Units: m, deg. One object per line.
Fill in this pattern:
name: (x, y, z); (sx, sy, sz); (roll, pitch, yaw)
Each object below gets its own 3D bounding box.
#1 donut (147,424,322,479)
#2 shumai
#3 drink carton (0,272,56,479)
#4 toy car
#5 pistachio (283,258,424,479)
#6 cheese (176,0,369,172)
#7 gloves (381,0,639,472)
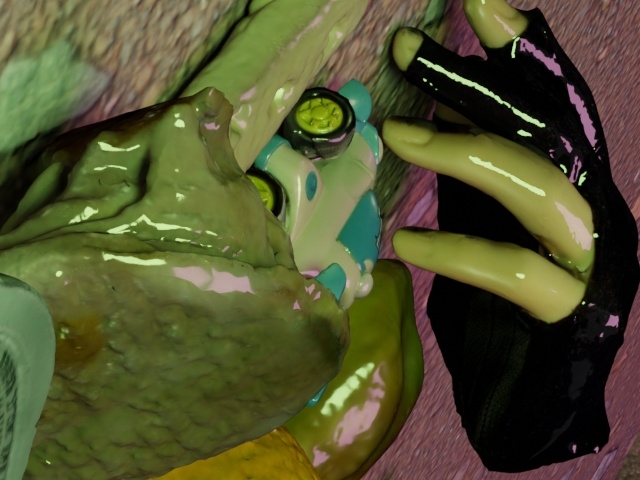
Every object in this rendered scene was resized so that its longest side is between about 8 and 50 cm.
donut: (-0.097, 0.217, 1.077); (0.303, 0.110, 0.303); (-46, 166, -15)
shumai: (-0.094, 0.017, 0.824); (0.201, 0.120, 0.201); (-11, 149, -7)
drink carton: (-0.191, 0.057, 0.488); (0.185, 0.189, 0.191); (-31, 146, -55)
toy car: (0.000, 0.000, 1.073); (0.161, 0.098, 0.126); (-46, 160, -33)
pistachio: (0.008, 0.096, 1.237); (0.189, 0.100, 0.110); (-50, -178, -13)
cheese: (-0.039, -0.068, 0.955); (0.194, 0.043, 0.065); (-55, 167, -20)
gloves: (0.116, -0.014, 1.227); (0.152, 0.197, 0.301); (-23, 118, -1)
